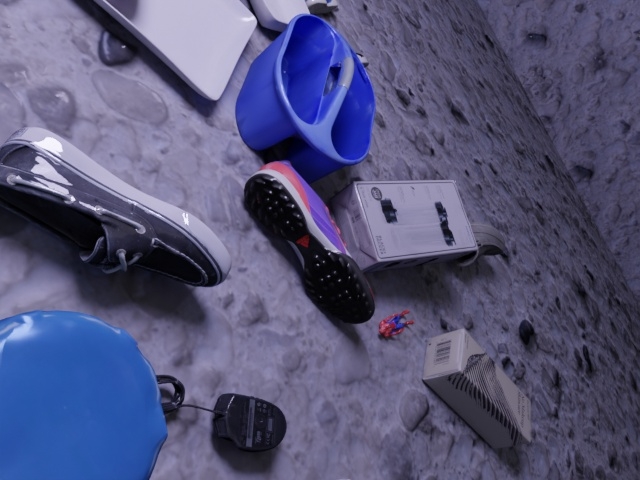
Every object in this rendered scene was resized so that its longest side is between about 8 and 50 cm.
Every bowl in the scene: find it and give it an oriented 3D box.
[{"bbox_3d":[-0.094,-0.496,1.175,0.142,0.053,0.142,-14,78,-50],"label":"bowl"}]

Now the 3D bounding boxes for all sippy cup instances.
[{"bbox_3d":[-0.253,0.163,0.456,0.305,0.224,0.240,44,41,-25],"label":"sippy cup"}]

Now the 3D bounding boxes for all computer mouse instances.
[{"bbox_3d":[-0.146,0.222,0.713,0.242,0.041,0.071,26,52,-31],"label":"computer mouse"}]

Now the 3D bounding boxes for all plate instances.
[{"bbox_3d":[-0.249,-0.396,0.941,0.277,0.045,0.278,39,43,-27],"label":"plate"}]

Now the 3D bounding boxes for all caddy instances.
[{"bbox_3d":[-0.007,-0.269,1.047,0.241,0.179,0.342,38,44,-29],"label":"caddy"}]

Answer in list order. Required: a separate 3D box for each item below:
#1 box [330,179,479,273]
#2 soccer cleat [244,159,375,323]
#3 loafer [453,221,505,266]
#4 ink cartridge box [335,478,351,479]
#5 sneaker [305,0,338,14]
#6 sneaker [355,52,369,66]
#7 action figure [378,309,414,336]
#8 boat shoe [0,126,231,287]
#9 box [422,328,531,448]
[{"bbox_3d":[0.176,-0.031,1.143,0.289,0.087,0.169,-7,73,-36],"label":"box"},{"bbox_3d":[0.000,0.000,0.960,0.318,0.108,0.116,53,34,-10],"label":"soccer cleat"},{"bbox_3d":[0.351,0.012,1.377,0.319,0.112,0.112,10,66,-39],"label":"loafer"},{"bbox_3d":[0.064,0.485,0.788,0.181,0.056,0.225,42,40,-26],"label":"ink cartridge box"},{"bbox_3d":[-0.012,-0.588,1.327,0.085,0.058,0.152,64,32,-9],"label":"sneaker"},{"bbox_3d":[0.027,-0.432,1.266,0.216,0.079,0.121,-30,93,-53],"label":"sneaker"},{"bbox_3d":[0.146,0.164,1.099,0.115,0.030,0.038,-14,85,-51],"label":"action figure"},{"bbox_3d":[-0.244,-0.009,0.667,0.301,0.108,0.102,37,44,-27],"label":"boat shoe"},{"bbox_3d":[0.333,0.315,1.176,0.275,0.094,0.113,44,41,-23],"label":"box"}]
